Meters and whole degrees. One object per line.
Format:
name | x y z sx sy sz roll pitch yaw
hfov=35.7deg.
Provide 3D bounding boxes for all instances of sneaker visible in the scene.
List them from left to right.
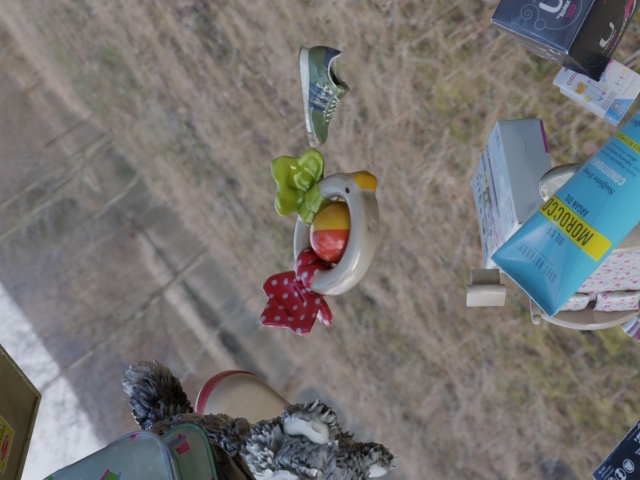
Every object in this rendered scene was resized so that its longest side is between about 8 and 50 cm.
sneaker | 0.013 -0.269 1.851 0.064 0.086 0.192 -61 -34 -66

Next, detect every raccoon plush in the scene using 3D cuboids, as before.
raccoon plush | -0.113 0.232 1.269 0.216 0.299 0.446 28 -158 -51

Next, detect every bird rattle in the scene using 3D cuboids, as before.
bird rattle | 0.000 0.000 1.334 0.143 0.253 0.207 20 163 -28

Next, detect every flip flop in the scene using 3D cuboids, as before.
flip flop | 0.471 -0.099 1.699 0.112 0.080 0.277 49 149 -13

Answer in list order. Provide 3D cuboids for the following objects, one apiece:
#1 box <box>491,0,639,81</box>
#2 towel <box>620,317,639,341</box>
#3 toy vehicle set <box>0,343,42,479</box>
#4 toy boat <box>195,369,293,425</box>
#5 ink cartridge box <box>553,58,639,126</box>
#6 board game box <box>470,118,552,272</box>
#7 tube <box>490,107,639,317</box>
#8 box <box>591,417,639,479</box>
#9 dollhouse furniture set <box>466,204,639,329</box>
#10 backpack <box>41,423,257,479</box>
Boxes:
box | 0.410 -0.379 1.628 0.143 0.165 0.270 30 -168 23
towel | 0.510 0.106 1.369 0.197 0.144 0.029 30 -161 -44
toy vehicle set | -0.450 0.255 1.314 0.267 0.035 0.166 -93 -18 -52
toy boat | -0.153 0.332 1.845 0.151 0.151 0.231 7 150 41
ink cartridge box | 0.503 -0.286 1.804 0.143 0.092 0.090 34 -171 10
board game box | 0.393 -0.083 2.031 0.303 0.097 0.224 100 165 -71
tube | 0.213 -0.041 0.704 0.052 0.207 0.080 36 -169 -33
box | 0.485 0.261 1.218 0.163 0.142 0.247 55 133 35
dollhouse furniture set | 0.333 0.054 1.039 0.303 0.355 0.174 73 -164 -61
backpack | -0.129 0.225 0.641 0.144 0.188 0.166 46 -166 -51
